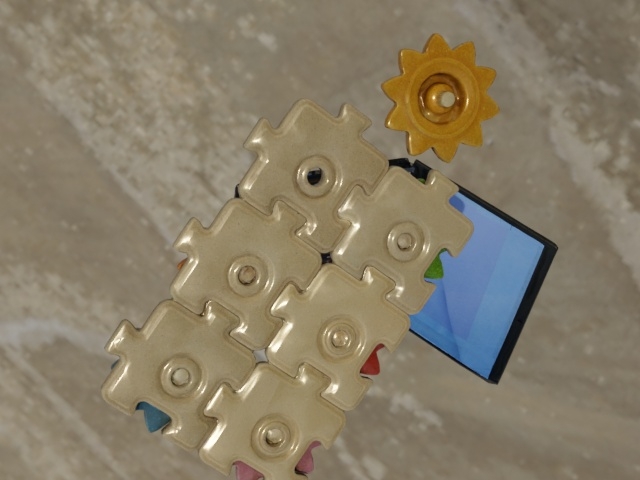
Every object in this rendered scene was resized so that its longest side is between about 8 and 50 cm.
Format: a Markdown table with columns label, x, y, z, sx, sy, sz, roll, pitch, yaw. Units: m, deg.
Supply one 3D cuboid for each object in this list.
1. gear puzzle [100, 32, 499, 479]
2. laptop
| label | x | y | z | sx | sy | sz | roll | pitch | yaw |
| --- | --- | --- | --- | --- | --- | --- | --- | --- | --- |
| gear puzzle | 0.000 | 0.000 | 0.865 | 0.175 | 0.339 | 0.044 | 35 | 178 | -20 |
| laptop | 0.052 | 0.048 | 1.216 | 0.234 | 0.264 | 0.136 | 102 | 153 | -49 |
